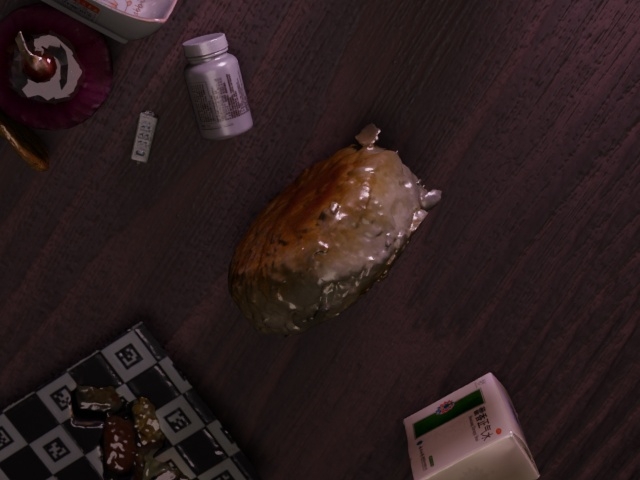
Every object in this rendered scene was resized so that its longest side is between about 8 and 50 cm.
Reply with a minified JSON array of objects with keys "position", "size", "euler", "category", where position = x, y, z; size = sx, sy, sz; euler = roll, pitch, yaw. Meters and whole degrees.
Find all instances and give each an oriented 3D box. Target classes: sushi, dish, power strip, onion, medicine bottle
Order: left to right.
[{"position":[-0.373,-0.237,1.792],"size":[0.177,0.153,0.177],"euler":[-8,121,-14],"category":"onion"},{"position":[-0.304,-0.345,1.763],"size":[0.212,0.151,0.077],"euler":[27,125,-11],"category":"dish"},{"position":[-0.316,0.339,2.037],"size":[0.359,0.064,0.343],"euler":[-33,103,10],"category":"sushi"},{"position":[-0.256,-0.147,1.895],"size":[0.027,0.017,0.083],"euler":[13,107,-5],"category":"power strip"},{"position":[-0.148,-0.217,1.841],"size":[0.079,0.079,0.140],"euler":[-13,109,2],"category":"medicine bottle"}]

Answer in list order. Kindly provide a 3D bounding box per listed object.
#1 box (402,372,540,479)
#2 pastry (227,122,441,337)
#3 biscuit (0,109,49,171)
[{"position":[0.224,0.312,1.967],"size":[0.168,0.212,0.095],"euler":[-28,107,7],"category":"box"},{"position":[0.000,0.000,1.807],"size":[0.330,0.329,0.136],"euler":[-39,107,11],"category":"pastry"},{"position":[-0.466,-0.190,1.819],"size":[0.029,0.118,0.247],"euler":[-39,105,5],"category":"biscuit"}]
